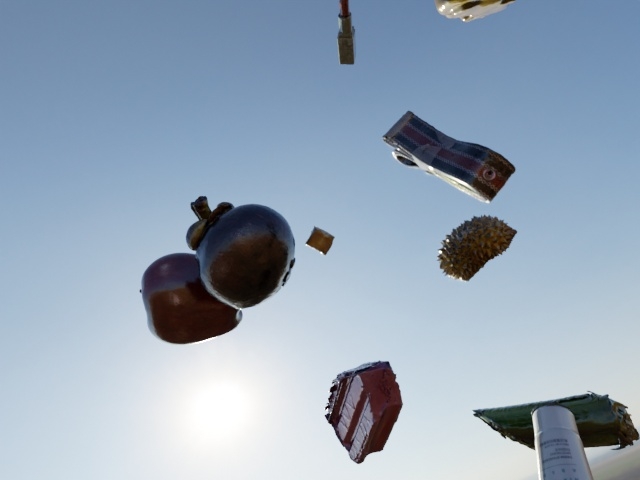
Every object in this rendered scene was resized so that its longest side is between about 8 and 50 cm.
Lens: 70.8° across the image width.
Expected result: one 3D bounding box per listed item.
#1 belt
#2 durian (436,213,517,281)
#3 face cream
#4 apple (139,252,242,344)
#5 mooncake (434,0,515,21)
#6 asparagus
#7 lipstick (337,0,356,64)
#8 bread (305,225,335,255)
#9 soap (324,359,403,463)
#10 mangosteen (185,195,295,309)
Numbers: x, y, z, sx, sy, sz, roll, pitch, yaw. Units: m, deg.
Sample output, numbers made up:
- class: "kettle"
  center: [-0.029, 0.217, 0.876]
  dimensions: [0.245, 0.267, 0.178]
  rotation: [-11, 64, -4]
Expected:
- class: "belt"
  center: [0.266, -0.186, 0.985]
  dimensions: [0.094, 0.359, 0.126]
  rotation: [-46, -51, 3]
- class: "durian"
  center: [0.444, 0.012, 1.359]
  dimensions: [0.138, 0.183, 0.249]
  rotation: [17, -58, -48]
- class: "face cream"
  center: [0.316, 0.326, 0.576]
  dimensions: [0.092, 0.243, 0.058]
  rotation: [-33, -70, 32]
- class: "apple"
  center: [-0.405, 0.183, 1.417]
  dimensions: [0.317, 0.288, 0.288]
  rotation: [0, -39, -14]
- class: "mooncake"
  center: [0.404, -0.625, 1.114]
  dimensions: [0.235, 0.235, 0.116]
  rotation: [-13, -77, -16]
- class: "asparagus"
  center: [0.563, 0.461, 1.126]
  dimensions: [0.108, 0.128, 0.382]
  rotation: [-13, -12, -47]
- class: "lipstick"
  center: [0.045, -0.378, 0.805]
  dimensions: [0.030, 0.030, 0.129]
  rotation: [6, -30, 10]
- class: "bread"
  center: [-0.001, 0.001, 1.459]
  dimensions: [0.070, 0.083, 0.076]
  rotation: [-60, 4, 4]
- class: "soap"
  center: [0.095, 0.372, 1.018]
  dimensions: [0.099, 0.162, 0.249]
  rotation: [-10, -47, -24]
- class: "mangosteen"
  center: [-0.211, 0.037, 1.202]
  dimensions: [0.294, 0.296, 0.297]
  rotation: [7, -42, -12]
